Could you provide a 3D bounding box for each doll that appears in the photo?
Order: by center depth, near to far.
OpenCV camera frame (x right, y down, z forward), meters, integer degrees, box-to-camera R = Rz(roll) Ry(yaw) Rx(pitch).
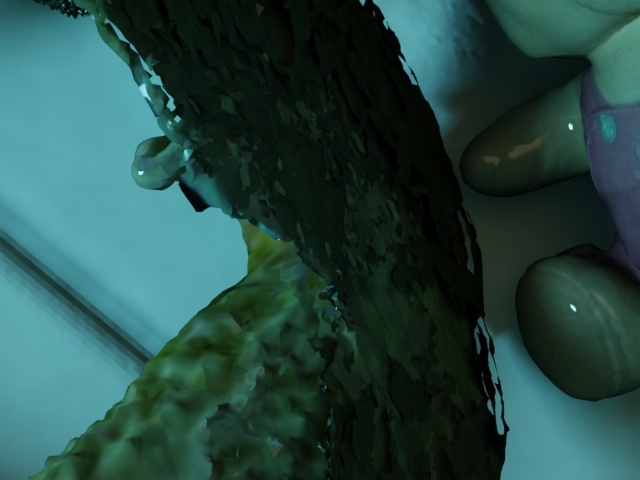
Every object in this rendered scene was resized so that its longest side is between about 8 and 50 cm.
[{"bbox_3d":[0.112,-0.088,0.521,0.196,0.152,0.255,-15,86,20],"label":"doll"}]

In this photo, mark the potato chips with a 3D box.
[{"bbox_3d":[0.004,-0.001,0.481,0.029,0.202,0.220,-19,75,23],"label":"potato chips"}]

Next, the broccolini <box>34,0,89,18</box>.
[{"bbox_3d":[-0.044,-0.121,0.588,0.140,0.030,0.035,-37,88,-22],"label":"broccolini"}]

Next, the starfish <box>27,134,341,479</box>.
[{"bbox_3d":[-0.164,0.122,0.461,0.432,0.082,0.324,-12,76,-11],"label":"starfish"}]
